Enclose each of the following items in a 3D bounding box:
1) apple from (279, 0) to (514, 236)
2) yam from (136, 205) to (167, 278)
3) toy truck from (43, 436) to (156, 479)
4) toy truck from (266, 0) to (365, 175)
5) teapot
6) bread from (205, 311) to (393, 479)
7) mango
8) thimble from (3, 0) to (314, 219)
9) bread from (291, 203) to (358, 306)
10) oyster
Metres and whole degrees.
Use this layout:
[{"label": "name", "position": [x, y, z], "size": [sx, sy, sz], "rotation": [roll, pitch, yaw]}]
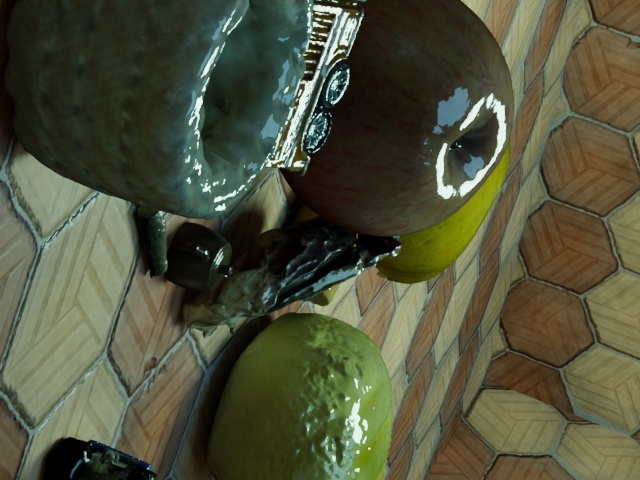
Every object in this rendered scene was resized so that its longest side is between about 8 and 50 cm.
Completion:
[{"label": "apple", "position": [0.093, -0.161, 2.117], "size": [0.345, 0.269, 0.344], "rotation": [12, 90, -72]}, {"label": "yam", "position": [-0.181, 0.000, 1.890], "size": [0.033, 0.027, 0.129], "rotation": [-59, 163, -28]}, {"label": "toy truck", "position": [-0.260, 0.328, 1.892], "size": [0.126, 0.113, 0.208], "rotation": [33, 79, -76]}, {"label": "toy truck", "position": [-0.045, -0.230, 1.854], "size": [0.162, 0.136, 0.305], "rotation": [-6, 119, -63]}, {"label": "teapot", "position": [-0.135, 0.022, 1.995], "size": [0.121, 0.068, 0.076], "rotation": [62, 50, -71]}, {"label": "bread", "position": [-0.014, 0.261, 2.418], "size": [0.320, 0.237, 0.320], "rotation": [19, 90, -79]}, {"label": "mango", "position": [0.160, -0.074, 2.627], "size": [0.445, 0.221, 0.301], "rotation": [94, 20, -56]}, {"label": "thimble", "position": [-0.131, -0.173, 1.508], "size": [0.291, 0.195, 0.291], "rotation": [-58, 161, -32]}, {"label": "bread", "position": [-0.001, 0.000, 2.406], "size": [0.173, 0.085, 0.134], "rotation": [-62, 160, -19]}, {"label": "oyster", "position": [-0.036, 0.026, 2.183], "size": [0.271, 0.275, 0.100], "rotation": [-56, 121, -82]}]
